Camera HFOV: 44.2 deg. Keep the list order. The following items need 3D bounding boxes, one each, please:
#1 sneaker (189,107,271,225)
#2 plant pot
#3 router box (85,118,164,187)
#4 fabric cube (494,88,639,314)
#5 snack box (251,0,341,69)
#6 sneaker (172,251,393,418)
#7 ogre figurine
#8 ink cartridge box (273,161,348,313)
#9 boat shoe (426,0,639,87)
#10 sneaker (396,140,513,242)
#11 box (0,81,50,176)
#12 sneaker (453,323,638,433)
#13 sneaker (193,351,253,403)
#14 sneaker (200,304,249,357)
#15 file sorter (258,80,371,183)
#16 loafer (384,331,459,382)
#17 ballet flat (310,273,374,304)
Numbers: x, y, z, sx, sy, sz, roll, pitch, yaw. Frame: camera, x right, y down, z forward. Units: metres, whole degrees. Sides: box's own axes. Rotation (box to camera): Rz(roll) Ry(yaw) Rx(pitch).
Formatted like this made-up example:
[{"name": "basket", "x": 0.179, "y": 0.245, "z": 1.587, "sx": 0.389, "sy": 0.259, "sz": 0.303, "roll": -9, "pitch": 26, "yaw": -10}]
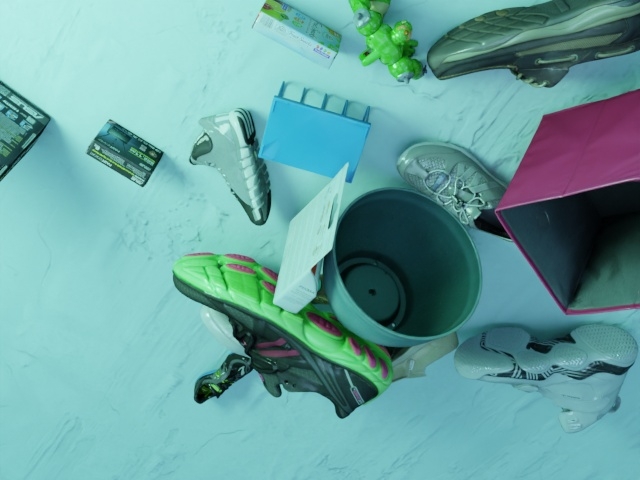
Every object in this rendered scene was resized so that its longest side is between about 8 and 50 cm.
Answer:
[{"name": "sneaker", "x": -0.174, "y": -0.132, "z": 1.474, "sx": 0.132, "sy": 0.086, "sz": 0.228, "roll": -5, "pitch": 113, "yaw": 15}, {"name": "plant pot", "x": 0.126, "y": 0.073, "z": 1.474, "sx": 0.293, "sy": 0.293, "sz": 0.196, "roll": 24, "pitch": 150, "yaw": -9}, {"name": "router box", "x": -0.361, "y": -0.163, "z": 1.461, "sx": 0.122, "sy": 0.092, "sz": 0.038, "roll": 31, "pitch": 121, "yaw": -14}, {"name": "fabric cube", "x": 0.486, "y": -0.064, "z": 1.277, "sx": 0.259, "sy": 0.258, "sz": 0.254, "roll": -13, "pitch": 124, "yaw": 47}, {"name": "snack box", "x": -0.037, "y": -0.344, "z": 1.298, "sx": 0.141, "sy": 0.100, "sz": 0.037, "roll": 27, "pitch": 121, "yaw": -10}, {"name": "sneaker", "x": -0.091, "y": 0.192, "z": 1.525, "sx": 0.483, "sy": 0.185, "sz": 0.202, "roll": 34, "pitch": 107, "yaw": -5}, {"name": "ogre figurine", "x": 0.106, "y": -0.327, "z": 1.282, "sx": 0.097, "sy": 0.118, "sz": 0.197, "roll": -13, "pitch": 121, "yaw": 15}, {"name": "ink cartridge box", "x": 0.000, "y": 0.000, "z": 1.381, "sx": 0.066, "sy": 0.189, "sz": 0.232, "roll": 26, "pitch": 144, "yaw": -21}, {"name": "boat shoe", "x": 0.352, "y": -0.305, "z": 1.261, "sx": 0.356, "sy": 0.132, "sz": 0.130, "roll": -12, "pitch": 121, "yaw": 16}, {"name": "sneaker", "x": 0.268, "y": -0.086, "z": 1.423, "sx": 0.281, "sy": 0.115, "sz": 0.105, "roll": 24, "pitch": 123, "yaw": -10}, {"name": "box", "x": -0.695, "y": -0.232, "z": 1.320, "sx": 0.395, "sy": 0.318, "sz": 0.097, "roll": 37, "pitch": 119, "yaw": -18}, {"name": "sneaker", "x": 0.461, "y": 0.294, "z": 1.632, "sx": 0.366, "sy": 0.137, "sz": 0.210, "roll": -5, "pitch": 121, "yaw": 2}, {"name": "sneaker", "x": -0.215, "y": 0.312, "z": 1.766, "sx": 0.188, "sy": 0.078, "sz": 0.067, "roll": -36, "pitch": 113, "yaw": 25}, {"name": "sneaker", "x": -0.117, "y": 0.191, "z": 1.670, "sx": 0.290, "sy": 0.106, "sz": 0.123, "roll": 36, "pitch": 115, "yaw": -28}, {"name": "file sorter", "x": -0.008, "y": -0.196, "z": 1.390, "sx": 0.170, "sy": 0.104, "sz": 0.118, "roll": 16, "pitch": 123, "yaw": -4}, {"name": "loafer", "x": 0.182, "y": 0.255, "z": 1.668, "sx": 0.268, "sy": 0.102, "sz": 0.092, "roll": -38, "pitch": 106, "yaw": 26}, {"name": "ballet flat", "x": 0.011, "y": 0.103, "z": 1.620, "sx": 0.206, "sy": 0.073, "sz": 0.067, "roll": 5, "pitch": 151, "yaw": 6}]
